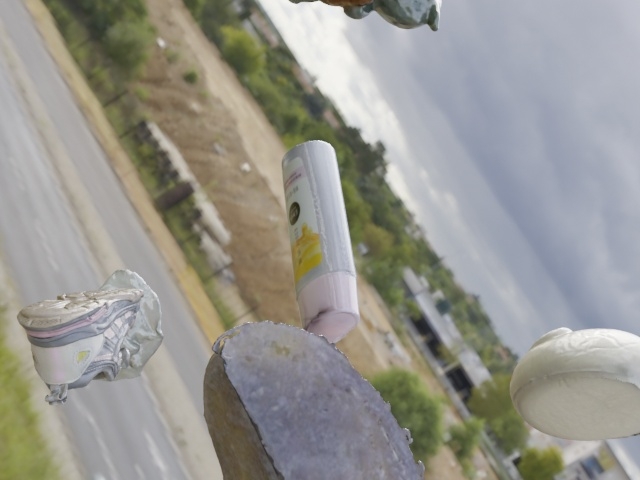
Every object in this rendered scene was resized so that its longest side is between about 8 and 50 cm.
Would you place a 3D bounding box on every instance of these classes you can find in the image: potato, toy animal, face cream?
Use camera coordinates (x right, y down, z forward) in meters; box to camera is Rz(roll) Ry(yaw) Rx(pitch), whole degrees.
[{"bbox_3d":[-0.002,0.179,0.811,0.100,0.120,0.261,-27,-93,53],"label":"potato"},{"bbox_3d":[0.016,-0.268,1.053,0.138,0.236,0.108,-76,176,-67],"label":"toy animal"},{"bbox_3d":[0.000,0.000,1.465,0.107,0.073,0.269,128,-39,-51],"label":"face cream"}]

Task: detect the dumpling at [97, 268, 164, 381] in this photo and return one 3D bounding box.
[{"bbox_3d":[-0.300,0.136,1.635,0.127,0.188,0.108,28,12,7],"label":"dumpling"}]

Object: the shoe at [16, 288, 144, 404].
[{"bbox_3d":[-0.225,0.098,1.077,0.180,0.089,0.092,-25,111,-77],"label":"shoe"}]

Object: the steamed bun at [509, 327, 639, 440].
[{"bbox_3d":[0.387,0.199,1.586,0.177,0.228,0.131,51,40,-33],"label":"steamed bun"}]
